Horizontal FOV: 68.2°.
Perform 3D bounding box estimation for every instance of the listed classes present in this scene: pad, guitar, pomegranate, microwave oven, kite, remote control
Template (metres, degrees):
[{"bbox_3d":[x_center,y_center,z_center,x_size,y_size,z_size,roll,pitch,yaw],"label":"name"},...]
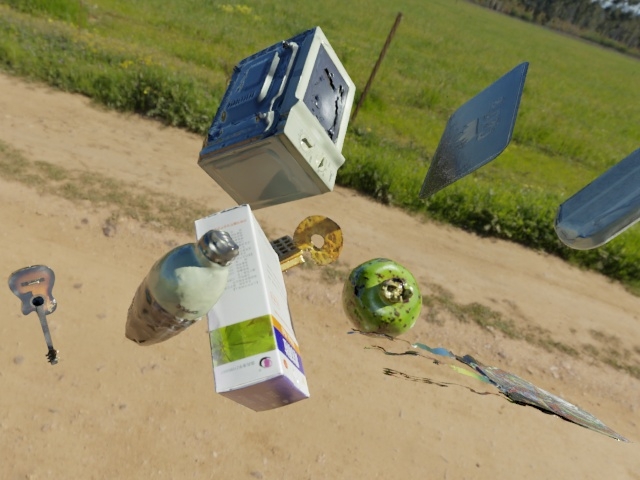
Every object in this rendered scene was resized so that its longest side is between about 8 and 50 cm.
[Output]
[{"bbox_3d":[0.345,-0.280,1.034,0.063,0.315,0.376,40,50,-16],"label":"pad"},{"bbox_3d":[-0.617,0.168,1.048,0.088,0.234,0.025,-18,17,-38],"label":"guitar"},{"bbox_3d":[0.163,0.141,1.200,0.210,0.263,0.211,4,70,-11],"label":"pomegranate"},{"bbox_3d":[-0.099,-0.285,1.105,0.286,0.218,0.355,-9,52,31],"label":"microwave oven"},{"bbox_3d":[0.156,0.131,0.453,0.285,0.015,0.152,19,2,-25],"label":"kite"},{"bbox_3d":[0.506,-0.081,0.786,0.052,0.247,0.104,36,22,-35],"label":"remote control"}]

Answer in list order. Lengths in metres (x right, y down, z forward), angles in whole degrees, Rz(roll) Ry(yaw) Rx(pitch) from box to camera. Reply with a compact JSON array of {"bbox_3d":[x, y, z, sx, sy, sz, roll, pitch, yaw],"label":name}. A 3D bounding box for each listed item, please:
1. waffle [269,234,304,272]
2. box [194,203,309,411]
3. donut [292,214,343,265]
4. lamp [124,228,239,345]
[{"bbox_3d":[-0.121,0.045,1.129,0.147,0.042,0.102,-23,30,-15],"label":"waffle"},{"bbox_3d":[-0.117,0.119,0.810,0.106,0.200,0.300,-18,61,2],"label":"box"},{"bbox_3d":[0.000,0.000,0.985,0.108,0.097,0.043,45,-2,10],"label":"donut"},{"bbox_3d":[-0.197,0.073,0.648,0.101,0.250,0.101,35,28,-22],"label":"lamp"}]
